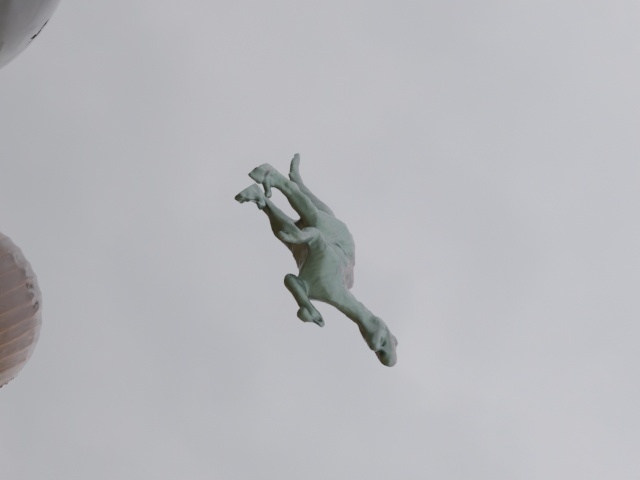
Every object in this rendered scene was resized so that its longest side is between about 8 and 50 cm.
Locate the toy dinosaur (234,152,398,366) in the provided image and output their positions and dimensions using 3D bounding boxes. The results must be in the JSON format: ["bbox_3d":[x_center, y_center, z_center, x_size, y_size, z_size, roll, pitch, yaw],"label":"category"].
[{"bbox_3d":[0.000,0.000,1.444,0.167,0.053,0.242,41,15,-11],"label":"toy dinosaur"}]

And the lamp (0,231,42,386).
[{"bbox_3d":[-0.247,0.046,1.183,0.136,0.136,0.136,168,-90,-70],"label":"lamp"}]

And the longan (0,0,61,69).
[{"bbox_3d":[-0.120,-0.101,0.569,0.119,0.106,0.106,-43,-123,34],"label":"longan"}]
